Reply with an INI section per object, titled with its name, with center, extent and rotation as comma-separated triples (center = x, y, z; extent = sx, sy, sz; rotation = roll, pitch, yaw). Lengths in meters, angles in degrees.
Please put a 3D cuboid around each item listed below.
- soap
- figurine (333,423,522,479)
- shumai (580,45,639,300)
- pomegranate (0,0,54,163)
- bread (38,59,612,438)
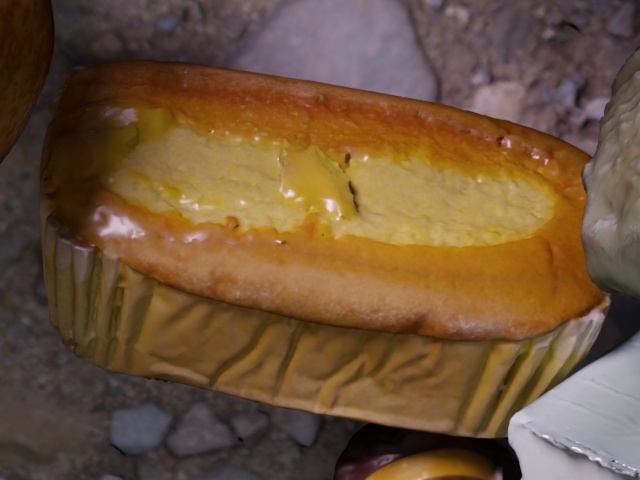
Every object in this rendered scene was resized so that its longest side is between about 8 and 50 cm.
[soap]
center = 0.215, 0.097, 0.897
extent = 0.150, 0.261, 0.094
rotation = 20, 120, 35
[figurine]
center = 0.078, 0.198, 1.010
extent = 0.175, 0.116, 0.240
rotation = -17, 119, 6
[shumai]
center = 0.305, -0.039, 0.828
extent = 0.263, 0.304, 0.309
rotation = 45, 136, -15
[pomegranate]
center = -0.241, -0.132, 0.761
extent = 0.319, 0.319, 0.319
rotation = -1, 113, -3
[bread]
center = 0.000, 0.000, 0.906
extent = 0.288, 0.152, 0.119
rotation = 11, 131, -8
